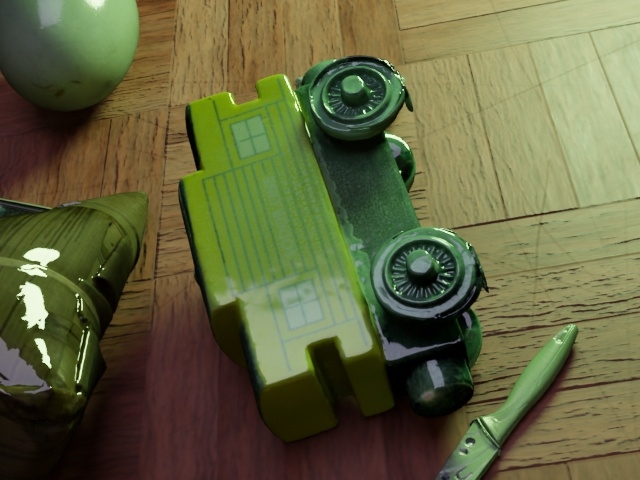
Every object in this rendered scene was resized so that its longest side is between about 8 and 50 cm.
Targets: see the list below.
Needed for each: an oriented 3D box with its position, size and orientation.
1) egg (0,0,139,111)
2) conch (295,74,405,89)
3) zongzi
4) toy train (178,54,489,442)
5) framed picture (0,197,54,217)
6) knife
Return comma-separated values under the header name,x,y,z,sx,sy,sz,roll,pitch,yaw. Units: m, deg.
name,x,y,z,sx,sy,sz,roll,pitch,yaw
egg,-0.356,-0.299,1.586,0.203,0.203,0.283,-11,48,4
conch,0.029,-0.166,1.397,0.234,0.114,0.137,-46,22,-18
zongzi,-0.459,0.030,1.212,0.500,0.218,0.467,16,31,-7
toy train,0.000,0.000,1.176,0.272,0.179,0.442,-18,56,0
framed picture,-0.398,0.016,1.412,0.142,0.011,0.183,10,48,24
knife,0.167,0.179,1.089,0.043,0.020,0.293,23,56,31
